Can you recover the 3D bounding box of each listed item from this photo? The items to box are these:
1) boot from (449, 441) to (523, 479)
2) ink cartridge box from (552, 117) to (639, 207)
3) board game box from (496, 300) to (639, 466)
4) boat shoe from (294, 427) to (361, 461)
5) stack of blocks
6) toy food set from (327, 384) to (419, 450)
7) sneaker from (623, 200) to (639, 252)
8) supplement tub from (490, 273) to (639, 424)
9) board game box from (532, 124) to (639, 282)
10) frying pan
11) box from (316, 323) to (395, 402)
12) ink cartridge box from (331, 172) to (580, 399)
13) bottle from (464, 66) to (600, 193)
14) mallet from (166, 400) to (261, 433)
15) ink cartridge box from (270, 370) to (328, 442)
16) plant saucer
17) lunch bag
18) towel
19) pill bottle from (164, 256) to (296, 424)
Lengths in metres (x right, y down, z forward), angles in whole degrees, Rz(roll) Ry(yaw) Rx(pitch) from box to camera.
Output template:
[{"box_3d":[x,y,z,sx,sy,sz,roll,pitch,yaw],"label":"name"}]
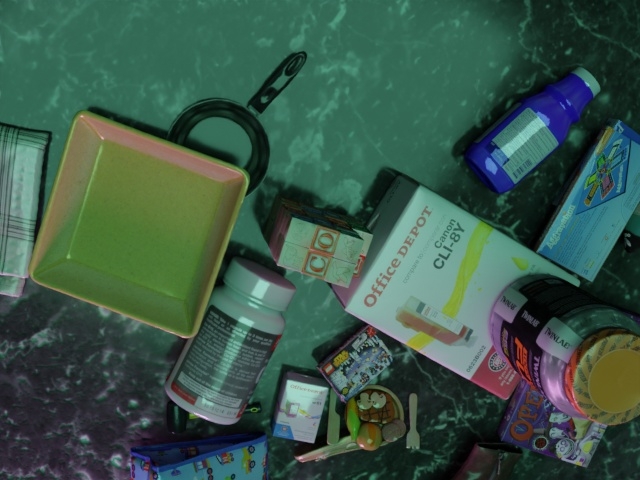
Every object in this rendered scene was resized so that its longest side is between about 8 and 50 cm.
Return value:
[{"box_3d":[0.282,0.500,1.825,0.248,0.090,0.207,8,112,-24],"label":"boot"},{"box_3d":[0.567,-0.132,1.782,0.097,0.046,0.207,32,94,-14],"label":"ink cartridge box"},{"box_3d":[0.529,0.288,1.837,0.208,0.056,0.347,19,103,-5],"label":"board game box"},{"box_3d":[0.022,0.424,1.803,0.152,0.056,0.048,-19,104,-14],"label":"boat shoe"},{"box_3d":[0.000,0.000,1.592,0.171,0.297,0.087,17,97,-10],"label":"stack of blocks"},{"box_3d":[0.111,0.356,1.785,0.191,0.038,0.133,5,71,-10],"label":"toy food set"},{"box_3d":[0.763,0.003,1.813,0.302,0.108,0.121,13,99,-3],"label":"sneaker"},{"box_3d":[0.432,0.184,1.521,0.193,0.316,0.194,-2,102,-10],"label":"supplement tub"},{"box_3d":[0.549,-0.070,1.754,0.145,0.027,0.281,27,96,-16],"label":"board game box"},{"box_3d":[-0.170,-0.226,1.648,0.197,0.053,0.326,18,97,-11],"label":"frying pan"},{"box_3d":[0.072,0.245,1.772,0.137,0.027,0.094,-40,104,-15],"label":"box"},{"box_3d":[0.255,0.089,1.718,0.384,0.160,0.279,30,96,-13],"label":"ink cartridge box"},{"box_3d":[0.416,-0.219,1.718,0.283,0.092,0.118,-43,104,1],"label":"bottle"},{"box_3d":[-0.214,0.335,1.762,0.189,0.039,0.062,-11,100,-11],"label":"mallet"},{"box_3d":[-0.043,0.334,1.776,0.088,0.052,0.123,12,97,-11],"label":"ink cartridge box"},{"box_3d":[-0.326,-0.032,1.618,0.332,0.081,0.333,20,102,0],"label":"plant saucer"},{"box_3d":[-0.210,0.503,1.729,0.293,0.138,0.221,-3,97,-33],"label":"lunch bag"},{"box_3d":[-0.671,-0.063,1.602,0.312,0.056,0.325,10,100,-11],"label":"towel"},{"box_3d":[-0.165,0.186,1.672,0.161,0.161,0.283,26,96,-12],"label":"pill bottle"}]
